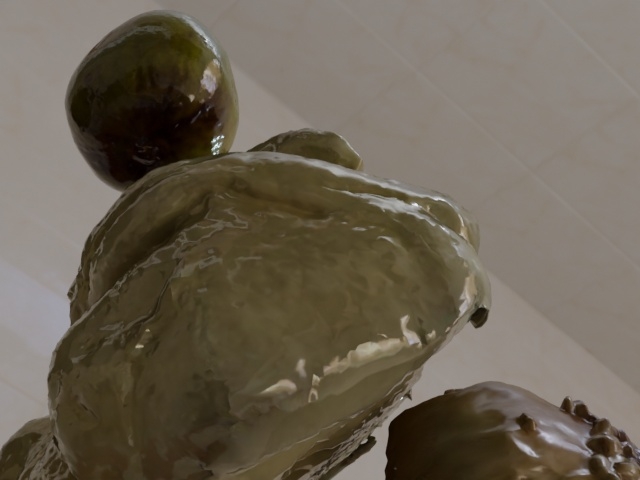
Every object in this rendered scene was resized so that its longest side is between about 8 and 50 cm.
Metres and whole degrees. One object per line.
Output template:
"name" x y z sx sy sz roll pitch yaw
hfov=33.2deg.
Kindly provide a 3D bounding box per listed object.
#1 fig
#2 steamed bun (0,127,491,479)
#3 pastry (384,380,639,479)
"fig" -0.131 -0.109 0.858 0.153 0.136 0.121 -61 -163 1
"steamed bun" -0.070 0.079 0.735 0.325 0.230 0.372 -30 164 -47
"pastry" 0.145 0.235 0.663 0.184 0.284 0.315 -8 -146 2
